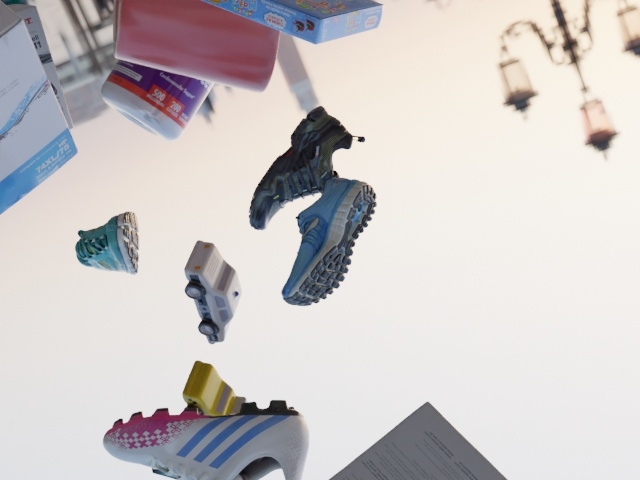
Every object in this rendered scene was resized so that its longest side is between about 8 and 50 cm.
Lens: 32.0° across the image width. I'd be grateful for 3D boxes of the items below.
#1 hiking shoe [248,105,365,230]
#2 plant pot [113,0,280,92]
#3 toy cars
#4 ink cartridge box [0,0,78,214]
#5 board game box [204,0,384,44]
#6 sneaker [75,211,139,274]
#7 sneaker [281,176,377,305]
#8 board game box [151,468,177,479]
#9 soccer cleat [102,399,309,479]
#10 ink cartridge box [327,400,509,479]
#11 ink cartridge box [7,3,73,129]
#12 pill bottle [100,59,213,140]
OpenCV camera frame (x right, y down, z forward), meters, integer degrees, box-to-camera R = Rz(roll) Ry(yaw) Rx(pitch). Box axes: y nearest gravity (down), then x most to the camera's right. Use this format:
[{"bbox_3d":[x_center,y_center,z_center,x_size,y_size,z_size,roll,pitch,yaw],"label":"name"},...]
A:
[{"bbox_3d":[-0.027,-0.095,1.767,0.227,0.114,0.086,-56,-177,15],"label":"hiking shoe"},{"bbox_3d":[-0.200,-0.376,1.757,0.243,0.275,0.275,2,-173,-14],"label":"plant pot"},{"bbox_3d":[-0.173,0.196,1.948,0.087,0.394,0.176,1,-178,16],"label":"toy cars"},{"bbox_3d":[-0.476,-0.187,1.436,0.197,0.198,0.270,-42,155,-20],"label":"ink cartridge box"},{"bbox_3d":[-0.048,-0.314,1.447,0.211,0.039,0.160,25,-151,24],"label":"board game box"},{"bbox_3d":[-0.379,0.015,1.973,0.109,0.107,0.275,-1,170,-16],"label":"sneaker"},{"bbox_3d":[0.000,0.000,1.270,0.073,0.063,0.162,27,-95,35],"label":"sneaker"},{"bbox_3d":[-0.242,0.431,2.294,0.186,0.126,0.026,-43,-136,21],"label":"board game box"},{"bbox_3d":[-0.177,0.325,1.671,0.331,0.143,0.116,-8,157,15],"label":"soccer cleat"},{"bbox_3d":[0.108,0.316,1.184,0.224,0.045,0.223,-34,-120,-21],"label":"ink cartridge box"},{"bbox_3d":[-0.500,-0.254,1.761,0.153,0.209,0.086,-27,-156,-31],"label":"ink cartridge box"},{"bbox_3d":[-0.276,-0.368,2.179,0.323,0.181,0.181,-59,-162,-4],"label":"pill bottle"}]
